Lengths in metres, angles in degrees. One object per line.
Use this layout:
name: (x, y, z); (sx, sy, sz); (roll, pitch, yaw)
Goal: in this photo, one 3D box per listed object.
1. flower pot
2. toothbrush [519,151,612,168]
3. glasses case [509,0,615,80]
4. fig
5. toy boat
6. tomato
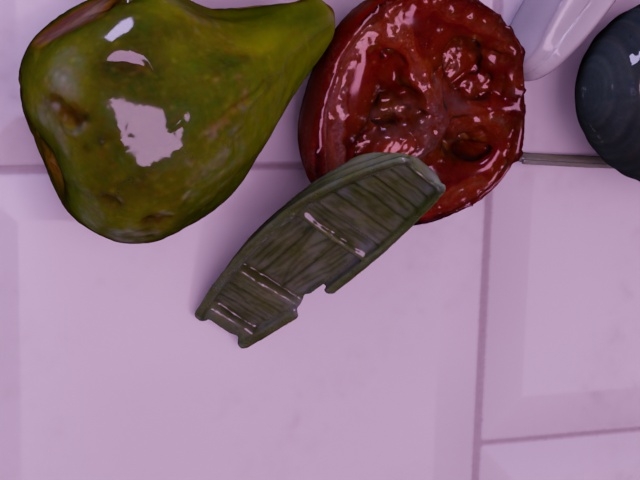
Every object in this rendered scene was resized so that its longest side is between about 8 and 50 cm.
flower pot: (0.356, -0.140, 1.292); (0.243, 0.157, 0.189); (0, 88, -17)
toothbrush: (0.326, -0.076, 1.369); (0.294, 0.026, 0.028); (6, 113, -21)
glasses case: (0.249, -0.249, 1.274); (0.059, 0.092, 0.233); (37, 85, -20)
fig: (-0.100, -0.121, 1.117); (0.275, 0.206, 0.206); (-24, 107, -15)
toy boat: (0.000, 0.000, 1.175); (0.093, 0.293, 0.055); (34, 43, -20)
tomato: (0.075, -0.121, 1.237); (0.228, 0.101, 0.228); (-8, 110, -22)
